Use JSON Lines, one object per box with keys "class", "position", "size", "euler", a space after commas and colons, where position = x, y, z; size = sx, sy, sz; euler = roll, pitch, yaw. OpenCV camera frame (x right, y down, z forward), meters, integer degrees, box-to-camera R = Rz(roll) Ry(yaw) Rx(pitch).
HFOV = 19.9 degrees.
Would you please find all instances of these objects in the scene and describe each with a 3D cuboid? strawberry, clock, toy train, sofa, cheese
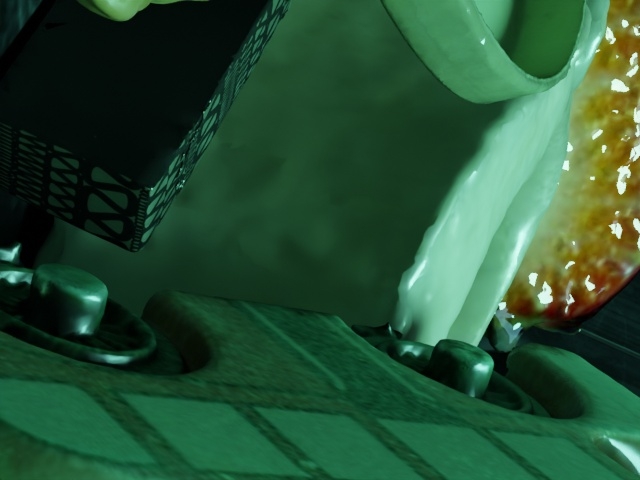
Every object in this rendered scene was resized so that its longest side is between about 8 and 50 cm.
{"class": "strawberry", "position": [0.104, -0.097, 1.054], "size": [0.138, 0.233, 0.306], "euler": [-124, -134, -65]}
{"class": "clock", "position": [0.034, -0.155, 0.511], "size": [0.235, 0.029, 0.235], "euler": [-12, 90, -69]}
{"class": "toy train", "position": [-0.015, 0.090, 0.489], "size": [0.326, 0.159, 0.129], "euler": [11, 105, -41]}
{"class": "sofa", "position": [-0.055, -0.059, 0.572], "size": [0.118, 0.060, 0.039], "euler": [-62, 177, -34]}
{"class": "cheese", "position": [0.003, 0.000, 0.773], "size": [0.292, 0.153, 0.332], "euler": [103, 14, -53]}

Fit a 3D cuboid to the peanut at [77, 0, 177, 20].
{"class": "peanut", "position": [-0.026, -0.117, 0.503], "size": [0.194, 0.083, 0.093], "euler": [-50, 157, -60]}
